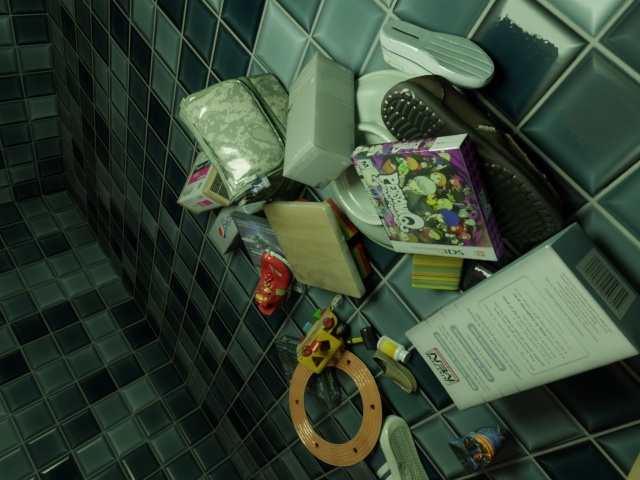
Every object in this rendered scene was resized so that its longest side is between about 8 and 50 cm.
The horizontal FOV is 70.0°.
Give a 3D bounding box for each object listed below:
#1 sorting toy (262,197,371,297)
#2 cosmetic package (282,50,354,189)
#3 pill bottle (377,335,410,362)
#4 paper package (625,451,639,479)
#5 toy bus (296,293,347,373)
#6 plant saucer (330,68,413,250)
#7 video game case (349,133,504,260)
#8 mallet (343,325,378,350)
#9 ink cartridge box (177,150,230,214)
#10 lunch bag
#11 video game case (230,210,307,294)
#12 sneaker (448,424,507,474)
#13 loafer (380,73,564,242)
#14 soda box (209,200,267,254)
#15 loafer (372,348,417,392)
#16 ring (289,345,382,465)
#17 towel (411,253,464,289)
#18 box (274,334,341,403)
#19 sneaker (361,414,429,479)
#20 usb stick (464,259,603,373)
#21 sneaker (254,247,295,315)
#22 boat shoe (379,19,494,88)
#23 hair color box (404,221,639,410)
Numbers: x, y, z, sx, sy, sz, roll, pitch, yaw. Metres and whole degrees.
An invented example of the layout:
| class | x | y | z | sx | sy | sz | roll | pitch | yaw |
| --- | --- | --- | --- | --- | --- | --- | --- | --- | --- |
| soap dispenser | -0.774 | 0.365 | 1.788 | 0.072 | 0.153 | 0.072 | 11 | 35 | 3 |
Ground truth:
| class | x | y | z | sx | sy | sz | roll | pitch | yaw |
| --- | --- | --- | --- | --- | --- | --- | --- | --- | --- |
| sorting toy | 0.000 | 0.000 | 1.177 | 0.257 | 0.089 | 0.256 | 8 | 129 | 50 |
| cosmetic package | -0.002 | -0.239 | 0.926 | 0.127 | 0.107 | 0.238 | -37 | 42 | 49 |
| pill bottle | 0.190 | 0.282 | 1.180 | 0.083 | 0.043 | 0.044 | 26 | 129 | 41 |
| paper package | 0.544 | 0.260 | 0.502 | 0.168 | 0.324 | 0.309 | 52 | 142 | 16 |
| toy bus | 0.019 | 0.279 | 1.309 | 0.104 | 0.191 | 0.202 | 37 | 139 | -9 |
| plant saucer | 0.128 | -0.145 | 0.964 | 0.400 | 0.100 | 0.401 | 28 | 130 | 38 |
| video game case | 0.182 | -0.067 | 0.787 | 0.210 | 0.042 | 0.232 | 5 | 136 | 43 |
| mallet | 0.096 | 0.276 | 1.303 | 0.189 | 0.039 | 0.063 | -17 | 88 | 59 |
| ink cartridge box | -0.334 | -0.196 | 1.419 | 0.088 | 0.193 | 0.234 | 31 | 157 | -32 |
| lunch bag | -0.179 | -0.245 | 1.147 | 0.305 | 0.256 | 0.212 | 57 | 143 | 9 |
| video game case | -0.154 | 0.039 | 1.389 | 0.196 | 0.026 | 0.274 | 15 | 137 | 35 |
| sneaker | 0.367 | 0.476 | 1.052 | 0.083 | 0.087 | 0.221 | 59 | 161 | 22 |
| loafer | 0.270 | -0.147 | 0.754 | 0.366 | 0.130 | 0.134 | 44 | 151 | -7 |
| soda box | -0.272 | -0.066 | 1.501 | 0.098 | 0.091 | 0.286 | 55 | 142 | 9 |
| loafer | 0.192 | 0.348 | 1.210 | 0.148 | 0.050 | 0.056 | 44 | 140 | 26 |
| ring | 0.041 | 0.481 | 1.344 | 0.336 | 0.032 | 0.337 | -5 | 81 | 37 |
| towel | 0.240 | 0.008 | 0.916 | 0.102 | 0.021 | 0.237 | 3 | 129 | 10 |
| box | -0.046 | 0.427 | 1.538 | 0.232 | 0.059 | 0.184 | 1 | 111 | 50 |
| sneaker | 0.211 | 0.666 | 1.315 | 0.148 | 0.131 | 0.350 | -14 | 89 | 51 |
| usb stick | 0.394 | 0.133 | 0.847 | 0.278 | 0.045 | 0.077 | 37 | 129 | 32 |
| sneaker | -0.144 | 0.137 | 1.358 | 0.107 | 0.118 | 0.279 | 28 | 145 | 18 |
| boat shoe | 0.203 | -0.316 | 0.808 | 0.226 | 0.083 | 0.076 | 42 | 165 | 27 |
| hair color box | 0.334 | 0.152 | 0.797 | 0.185 | 0.113 | 0.374 | 55 | 142 | 12 |
